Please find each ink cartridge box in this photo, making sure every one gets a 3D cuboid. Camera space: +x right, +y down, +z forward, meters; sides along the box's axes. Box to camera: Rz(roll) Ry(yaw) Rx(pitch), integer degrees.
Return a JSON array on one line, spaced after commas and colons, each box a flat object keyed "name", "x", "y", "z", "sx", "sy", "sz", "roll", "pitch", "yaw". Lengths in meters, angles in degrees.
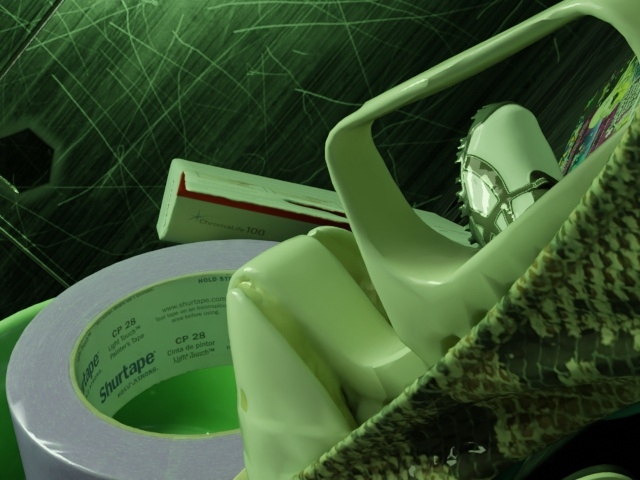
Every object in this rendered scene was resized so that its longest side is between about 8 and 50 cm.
[{"name": "ink cartridge box", "x": 0.000, "y": 0.000, "z": 1.479, "sx": 0.385, "sy": 0.308, "sz": 0.091, "roll": -134, "pitch": 56, "yaw": -80}]

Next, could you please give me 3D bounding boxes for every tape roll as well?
[{"name": "tape roll", "x": -0.073, "y": 0.109, "z": 1.037, "sx": 0.275, "sy": 0.275, "sz": 0.090, "roll": -51, "pitch": -37, "yaw": -48}]

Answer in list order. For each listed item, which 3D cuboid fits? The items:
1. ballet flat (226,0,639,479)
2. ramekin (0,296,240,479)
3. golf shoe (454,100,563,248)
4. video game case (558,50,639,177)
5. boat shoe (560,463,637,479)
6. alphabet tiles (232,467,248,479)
[{"name": "ballet flat", "x": 0.064, "y": 0.026, "z": 0.608, "sx": 0.164, "sy": 0.182, "sz": 0.483, "roll": -48, "pitch": 0, "yaw": -43}, {"name": "ramekin", "x": -0.147, "y": 0.176, "z": 1.164, "sx": 0.303, "sy": 0.303, "sz": 0.148, "roll": -51, "pitch": -36, "yaw": -48}, {"name": "golf shoe", "x": 0.128, "y": -0.002, "z": 0.800, "sx": 0.094, "sy": 0.077, "sz": 0.198, "roll": -35, "pitch": 46, "yaw": 40}, {"name": "video game case", "x": 0.197, "y": -0.056, "z": 0.926, "sx": 0.232, "sy": 0.042, "sz": 0.210, "roll": -61, "pitch": 6, "yaw": -36}, {"name": "boat shoe", "x": 0.068, "y": 0.125, "z": 0.539, "sx": 0.133, "sy": 0.049, "sz": 0.042, "roll": -54, "pitch": 7, "yaw": 24}, {"name": "alphabet tiles", "x": -0.064, "y": 0.211, "z": 0.806, "sx": 0.284, "sy": 0.021, "sz": 0.278, "roll": -43, "pitch": -25, "yaw": -41}]
